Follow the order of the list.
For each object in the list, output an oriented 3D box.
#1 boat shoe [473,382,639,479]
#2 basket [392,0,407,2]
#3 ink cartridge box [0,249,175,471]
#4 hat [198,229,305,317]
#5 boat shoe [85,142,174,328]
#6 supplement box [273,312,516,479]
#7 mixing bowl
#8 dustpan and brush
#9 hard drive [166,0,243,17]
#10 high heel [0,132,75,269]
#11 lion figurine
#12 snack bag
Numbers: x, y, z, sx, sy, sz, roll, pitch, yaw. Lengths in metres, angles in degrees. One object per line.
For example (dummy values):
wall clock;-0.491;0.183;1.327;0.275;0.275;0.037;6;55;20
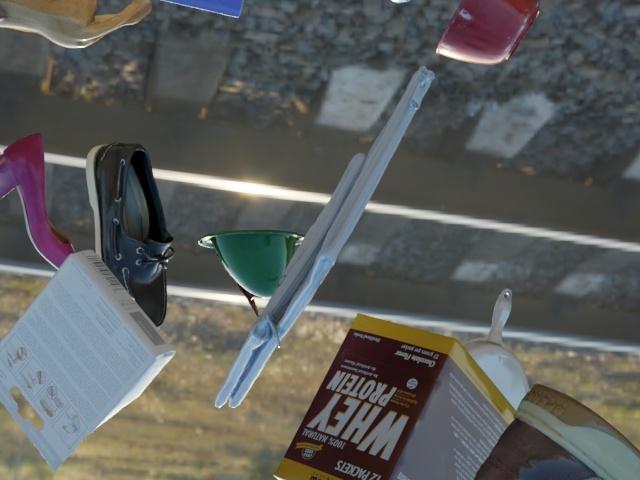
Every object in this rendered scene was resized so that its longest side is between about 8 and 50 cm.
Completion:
boat shoe;0.245;0.259;0.838;0.342;0.123;0.123;45;168;-21
basket;0.113;-0.578;1.815;0.201;0.288;0.255;-4;148;42
ink cartridge box;-0.312;0.152;1.375;0.224;0.181;0.056;-49;162;21
hat;-0.098;0.086;1.751;0.173;0.183;0.208;-8;170;36
boat shoe;-0.306;-0.006;1.850;0.113;0.340;0.127;-11;177;33
supplement box;0.087;0.215;1.140;0.129;0.194;0.191;12;155;40
mixing bowl;0.263;-0.332;1.620;0.098;0.181;0.181;34;166;7
dustpan and brush;0.231;0.162;1.466;0.147;0.211;0.060;22;170;-9
hard drive;-0.274;-0.543;1.971;0.319;0.210;0.040;8;-160;-26
high heel;-0.425;-0.052;1.720;0.244;0.117;0.082;56;174;-26
lion figurine;-0.463;-0.376;1.746;0.392;0.240;0.142;6;132;21
snack bag;0.000;0.000;1.220;0.037;0.323;0.342;31;142;-2
